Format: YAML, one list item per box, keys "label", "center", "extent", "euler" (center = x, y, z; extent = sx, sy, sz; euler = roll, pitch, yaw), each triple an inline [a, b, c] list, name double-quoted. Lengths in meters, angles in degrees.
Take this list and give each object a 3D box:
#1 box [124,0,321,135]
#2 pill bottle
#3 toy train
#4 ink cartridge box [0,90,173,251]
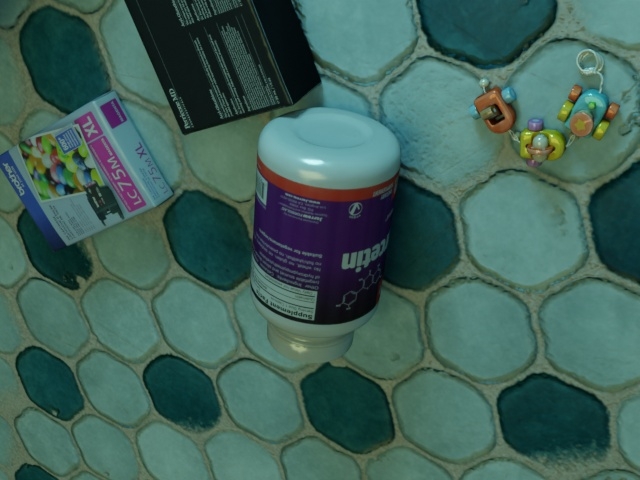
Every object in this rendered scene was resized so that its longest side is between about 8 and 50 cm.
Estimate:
- label: "box"
  center: [-0.136, -0.288, 1.113]
  extent: [0.184, 0.103, 0.261]
  euler: [-10, 112, 29]
- label: "pill bottle"
  center: [0.000, 0.000, 1.151]
  extent: [0.181, 0.181, 0.323]
  euler: [18, 124, 19]
- label: "toy train"
  center: [0.258, -0.148, 1.010]
  extent: [0.166, 0.046, 0.125]
  euler: [-20, 106, 36]
- label: "ink cartridge box"
  center: [-0.398, -0.096, 1.394]
  extent: [0.311, 0.065, 0.186]
  euler: [-19, 106, 37]
